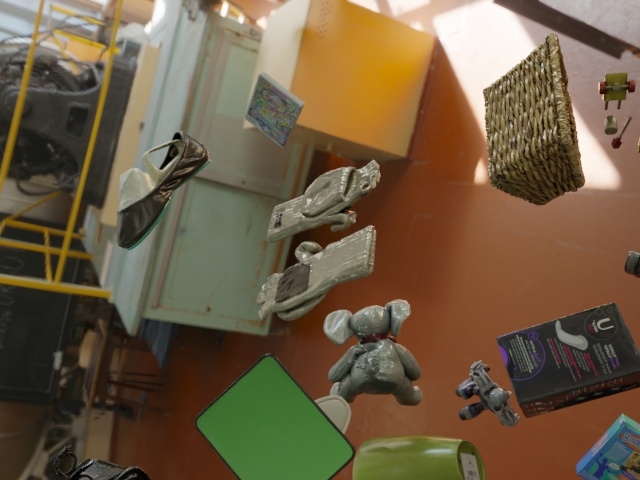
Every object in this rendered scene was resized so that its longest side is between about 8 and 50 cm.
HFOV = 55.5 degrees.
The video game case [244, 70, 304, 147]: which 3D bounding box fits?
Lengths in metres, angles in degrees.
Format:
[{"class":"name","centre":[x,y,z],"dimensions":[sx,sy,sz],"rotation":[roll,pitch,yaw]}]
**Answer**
[{"class":"video game case","centre":[-0.079,-0.215,1.013],"dimensions":[0.011,0.087,0.122],"rotation":[-51,-1,-30]}]

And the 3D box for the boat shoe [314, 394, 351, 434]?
[{"class":"boat shoe","centre":[-0.048,0.372,1.065],"dimensions":[0.254,0.095,0.079],"rotation":[-44,-5,-30]}]

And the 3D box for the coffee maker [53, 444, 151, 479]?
[{"class":"coffee maker","centre":[-0.396,0.465,1.113],"dimensions":[0.178,0.171,0.120],"rotation":[-18,40,47]}]

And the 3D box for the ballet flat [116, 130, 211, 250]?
[{"class":"ballet flat","centre":[-0.300,-0.102,1.087],"dimensions":[0.095,0.096,0.280],"rotation":[-19,30,36]}]

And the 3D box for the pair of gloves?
[{"class":"pair of gloves","centre":[0.000,0.000,0.849],"dimensions":[0.204,0.042,0.240],"rotation":[-31,36,30]}]

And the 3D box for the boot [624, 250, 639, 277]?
[{"class":"boot","centre":[0.987,0.094,1.676],"dimensions":[0.229,0.263,0.091],"rotation":[20,104,41]}]

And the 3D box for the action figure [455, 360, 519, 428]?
[{"class":"action figure","centre":[0.448,0.419,1.647],"dimensions":[0.285,0.099,0.185],"rotation":[116,133,-72]}]

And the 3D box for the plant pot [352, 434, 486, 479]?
[{"class":"plant pot","centre":[0.288,0.646,1.657],"dimensions":[0.294,0.275,0.274],"rotation":[-29,50,34]}]

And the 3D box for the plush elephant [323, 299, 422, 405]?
[{"class":"plush elephant","centre":[0.151,0.308,1.755],"dimensions":[0.330,0.272,0.255],"rotation":[76,-167,-55]}]

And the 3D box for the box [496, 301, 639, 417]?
[{"class":"box","centre":[0.558,0.272,1.368],"dimensions":[0.271,0.143,0.165],"rotation":[-20,56,14]}]

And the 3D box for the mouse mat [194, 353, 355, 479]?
[{"class":"mouse mat","centre":[-0.065,0.273,0.846],"dimensions":[0.153,0.189,0.007],"rotation":[-42,-7,0]}]

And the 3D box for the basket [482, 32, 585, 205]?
[{"class":"basket","centre":[0.516,-0.253,1.348],"dimensions":[0.223,0.214,0.298],"rotation":[-38,40,52]}]

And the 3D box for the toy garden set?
[{"class":"toy garden set","centre":[0.712,-0.286,1.325],"dimensions":[0.204,0.244,0.049],"rotation":[0,59,20]}]

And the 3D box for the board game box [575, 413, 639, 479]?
[{"class":"board game box","centre":[0.826,0.596,1.648],"dimensions":[0.210,0.160,0.047],"rotation":[-60,-7,22]}]
